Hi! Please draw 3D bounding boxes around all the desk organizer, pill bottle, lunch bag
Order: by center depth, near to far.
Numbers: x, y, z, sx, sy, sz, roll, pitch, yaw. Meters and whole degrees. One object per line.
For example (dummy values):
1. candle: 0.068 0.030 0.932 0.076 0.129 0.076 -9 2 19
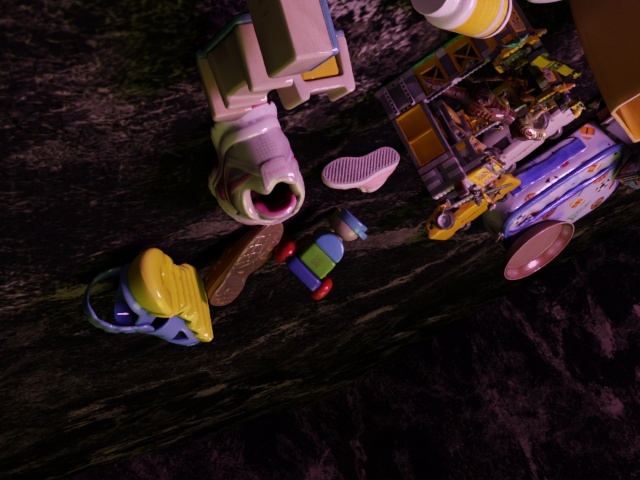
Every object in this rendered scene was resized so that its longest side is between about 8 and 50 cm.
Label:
1. pill bottle: 0.145 -0.249 0.817 0.116 0.065 0.065 -6 155 -49
2. desk organizer: 0.538 -0.262 1.376 0.047 0.050 0.130 -12 159 -37
3. lunch bag: 0.462 -0.097 1.593 0.303 0.115 0.243 -35 156 0

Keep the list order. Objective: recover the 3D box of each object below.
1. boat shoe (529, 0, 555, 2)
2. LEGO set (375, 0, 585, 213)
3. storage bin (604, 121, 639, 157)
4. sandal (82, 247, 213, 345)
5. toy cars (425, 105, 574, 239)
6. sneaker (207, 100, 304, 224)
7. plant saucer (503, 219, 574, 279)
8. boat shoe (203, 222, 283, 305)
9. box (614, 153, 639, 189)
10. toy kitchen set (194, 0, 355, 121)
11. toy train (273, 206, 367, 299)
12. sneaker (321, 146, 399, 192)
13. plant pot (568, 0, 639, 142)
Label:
1. boat shoe: 0.281 -0.290 0.807 0.183 0.065 0.083 -5 174 33
2. LEGO set: 0.238 -0.145 1.045 0.255 0.192 0.331 -29 163 12
3. storage bin: 0.604 -0.240 1.472 0.091 0.098 0.135 28 143 -12
4. sandal: -0.260 0.098 1.219 0.138 0.126 0.317 -17 158 6
5. toy cars: 0.290 -0.131 1.370 0.176 0.087 0.394 -24 161 -24
6. sneaker: -0.078 -0.063 0.977 0.103 0.111 0.252 -23 164 -9
7. plant saucer: 0.433 0.014 1.586 0.168 0.029 0.168 -25 150 -16
8. boat shoe: -0.131 0.024 1.263 0.178 0.060 0.064 -50 145 17
9. box: 0.672 -0.207 1.490 0.233 0.044 0.159 -55 -176 -4
10. toy kitchen set: -0.015 -0.200 0.713 0.166 0.122 0.207 -16 -179 -29
11. toy train: 0.000 0.000 1.354 0.143 0.105 0.248 -44 -170 2
12. sneaker: 0.054 -0.094 1.182 0.134 0.051 0.070 -21 158 -30
13. plant pot: 0.410 -0.266 0.938 0.212 0.187 0.212 -34 162 23
